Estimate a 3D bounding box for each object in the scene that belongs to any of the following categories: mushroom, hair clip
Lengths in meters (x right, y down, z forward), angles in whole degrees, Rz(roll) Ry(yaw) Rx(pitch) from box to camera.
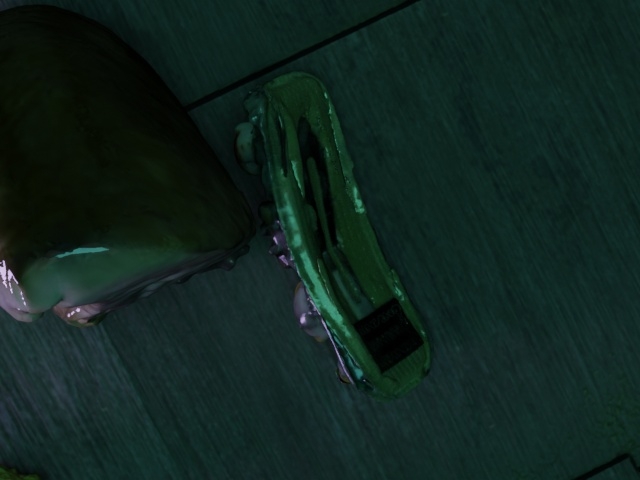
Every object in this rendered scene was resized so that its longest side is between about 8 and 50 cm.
[{"bbox_3d":[-0.210,-0.075,1.456,0.224,0.397,0.313,-27,92,0],"label":"mushroom"},{"bbox_3d":[-0.001,0.001,1.611,0.091,0.138,0.321,-17,97,33],"label":"hair clip"}]

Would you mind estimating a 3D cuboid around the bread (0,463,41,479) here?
[{"bbox_3d":[-0.331,0.274,1.627,0.129,0.114,0.111,9,102,1],"label":"bread"}]
